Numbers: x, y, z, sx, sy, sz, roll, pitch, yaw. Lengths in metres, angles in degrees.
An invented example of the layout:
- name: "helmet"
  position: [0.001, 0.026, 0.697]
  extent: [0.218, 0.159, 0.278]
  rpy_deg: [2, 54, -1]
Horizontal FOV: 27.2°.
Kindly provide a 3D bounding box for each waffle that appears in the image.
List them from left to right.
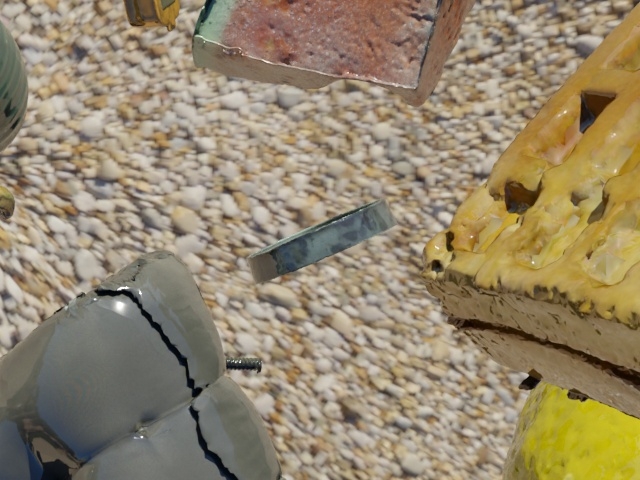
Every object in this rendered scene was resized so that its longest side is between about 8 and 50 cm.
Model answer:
- name: "waffle"
  position: [0.211, -0.061, 0.588]
  extent: [0.328, 0.224, 0.098]
  rpy_deg: [-45, 112, -12]

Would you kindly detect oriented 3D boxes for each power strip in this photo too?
- name: "power strip"
  position: [-0.137, -0.239, 0.968]
  extent: [0.028, 0.049, 0.178]
  rpy_deg: [-4, 112, 15]

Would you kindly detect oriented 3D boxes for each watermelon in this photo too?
- name: "watermelon"
  position: [0.020, -0.227, 1.286]
  extent: [0.318, 0.148, 0.226]
  rpy_deg: [-19, 74, 3]

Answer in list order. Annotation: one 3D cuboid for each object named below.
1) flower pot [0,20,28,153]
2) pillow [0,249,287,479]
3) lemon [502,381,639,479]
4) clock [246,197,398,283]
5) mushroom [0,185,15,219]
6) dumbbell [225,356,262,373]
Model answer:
- name: "flower pot"
  position: [-0.428, -0.180, 1.477]
  extent: [0.189, 0.243, 0.157]
  rpy_deg: [-19, 59, 2]
- name: "pillow"
  position: [-0.143, 0.168, 0.617]
  extent: [0.101, 0.326, 0.228]
  rpy_deg: [-21, 81, -58]
- name: "lemon"
  position: [0.331, 0.256, 1.203]
  extent: [0.350, 0.350, 0.387]
  rpy_deg: [21, 58, -17]
- name: "clock"
  position: [0.000, 0.000, 1.818]
  extent: [0.215, 0.215, 0.042]
  rpy_deg: [-24, 93, -14]
- name: "mushroom"
  position: [-0.453, 0.026, 1.403]
  extent: [0.306, 0.043, 0.068]
  rpy_deg: [-34, 126, -34]
- name: "dumbbell"
  position: [-0.105, 0.070, 0.770]
  extent: [0.147, 0.069, 0.069]
  rpy_deg: [4, 92, -23]
